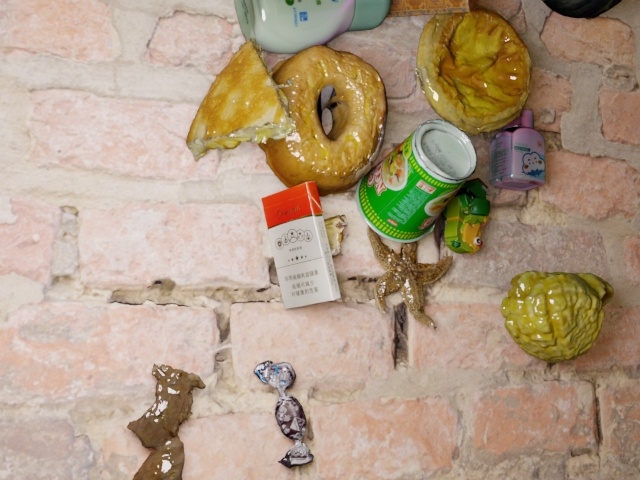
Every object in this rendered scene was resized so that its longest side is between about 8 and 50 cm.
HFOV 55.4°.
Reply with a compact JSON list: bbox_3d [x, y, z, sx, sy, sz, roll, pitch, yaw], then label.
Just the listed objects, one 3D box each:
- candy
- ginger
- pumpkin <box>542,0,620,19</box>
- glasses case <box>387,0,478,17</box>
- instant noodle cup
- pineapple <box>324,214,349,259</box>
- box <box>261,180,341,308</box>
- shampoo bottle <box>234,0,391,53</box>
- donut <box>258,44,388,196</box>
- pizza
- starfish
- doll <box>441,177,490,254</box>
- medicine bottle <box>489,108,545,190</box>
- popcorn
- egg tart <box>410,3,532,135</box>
[{"bbox_3d":[-0.072,0.353,1.246,0.094,0.051,0.226,-19,87,-12],"label":"candy"},{"bbox_3d":[-0.301,0.379,1.129,0.122,0.084,0.290,19,76,-25],"label":"ginger"},{"bbox_3d":[0.691,-0.749,1.602,0.323,0.241,0.323,2,85,-26],"label":"pumpkin"},{"bbox_3d":[0.254,-0.558,1.421,0.075,0.218,0.049,-51,137,-37],"label":"glasses case"},{"bbox_3d":[0.214,-0.134,1.303,0.207,0.233,0.207,10,61,-18],"label":"instant noodle cup"},{"bbox_3d":[0.000,0.000,1.313,0.116,0.069,0.137,24,76,-18],"label":"pineapple"},{"bbox_3d":[-0.043,0.012,1.260,0.035,0.139,0.245,-7,83,-51],"label":"box"},{"bbox_3d":[-0.004,-0.529,1.345,0.349,0.151,0.222,-13,81,-23],"label":"shampoo bottle"},{"bbox_3d":[0.008,-0.259,1.312,0.299,0.150,0.317,-22,91,-25],"label":"donut"},{"bbox_3d":[-0.138,-0.244,1.196,0.280,0.287,0.075,-54,139,3],"label":"pizza"},{"bbox_3d":[0.201,0.069,1.385,0.235,0.062,0.277,-34,88,-21],"label":"starfish"},{"bbox_3d":[0.334,-0.061,1.430,0.134,0.106,0.186,5,80,-36],"label":"doll"},{"bbox_3d":[0.492,-0.227,1.526,0.119,0.094,0.188,6,80,-23],"label":"medicine bottle"},{"bbox_3d":[0.567,0.185,1.462,0.286,0.173,0.225,4,96,-31],"label":"popcorn"},{"bbox_3d":[0.361,-0.410,1.481,0.341,0.132,0.341,4,78,-20],"label":"egg tart"}]
